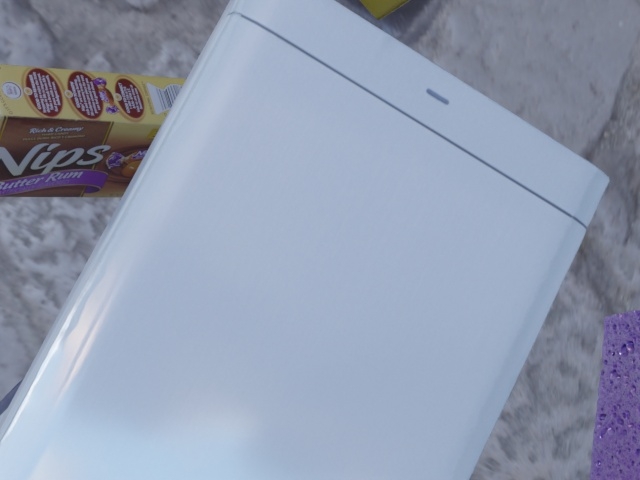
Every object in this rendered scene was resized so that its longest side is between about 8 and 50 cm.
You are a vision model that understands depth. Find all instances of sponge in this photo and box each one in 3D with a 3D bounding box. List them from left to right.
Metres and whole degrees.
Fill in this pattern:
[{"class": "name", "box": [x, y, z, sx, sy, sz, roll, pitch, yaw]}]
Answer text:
[{"class": "sponge", "box": [0.343, 0.181, 1.411, 0.031, 0.117, 0.210, 12, 77, -17]}]

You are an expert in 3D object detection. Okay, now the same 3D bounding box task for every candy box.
[{"class": "candy box", "box": [-0.187, -0.082, 1.002, 0.109, 0.186, 0.053, -44, 59, 43]}]

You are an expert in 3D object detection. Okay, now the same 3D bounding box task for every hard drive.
[{"class": "hard drive", "box": [-0.017, 0.065, 0.675, 0.233, 0.047, 0.353, 30, 81, -16]}]

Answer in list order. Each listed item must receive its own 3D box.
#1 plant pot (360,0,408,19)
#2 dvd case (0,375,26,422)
[{"class": "plant pot", "box": [0.067, -0.255, 1.111, 0.081, 0.083, 0.081, 44, 60, -22]}, {"class": "dvd case", "box": [-0.125, 0.151, 0.938, 0.221, 0.018, 0.164, 32, 61, 19]}]
